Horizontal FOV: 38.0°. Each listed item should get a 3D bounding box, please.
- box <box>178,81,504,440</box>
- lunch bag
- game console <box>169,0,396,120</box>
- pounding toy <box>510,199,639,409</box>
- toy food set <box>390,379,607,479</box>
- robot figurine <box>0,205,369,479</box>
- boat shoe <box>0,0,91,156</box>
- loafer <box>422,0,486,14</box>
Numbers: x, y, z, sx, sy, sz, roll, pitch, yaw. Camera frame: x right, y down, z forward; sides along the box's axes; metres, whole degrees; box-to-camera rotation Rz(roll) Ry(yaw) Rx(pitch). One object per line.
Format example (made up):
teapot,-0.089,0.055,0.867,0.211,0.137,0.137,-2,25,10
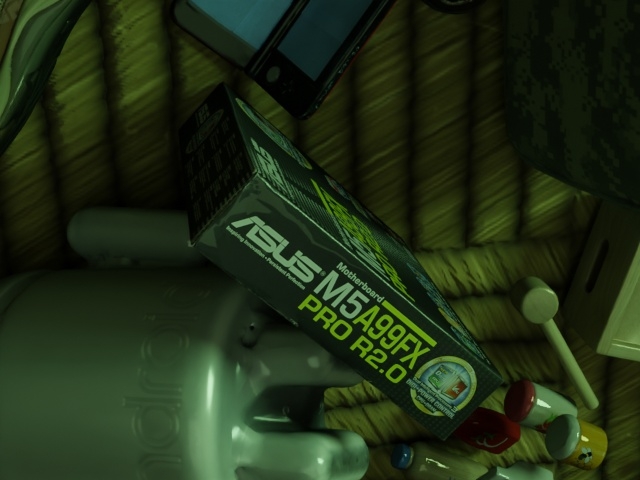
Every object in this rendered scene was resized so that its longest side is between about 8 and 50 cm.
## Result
box,0.000,0.000,0.671,0.216,0.270,0.060,41,99,-20
lunch bag,0.295,-0.197,0.693,0.256,0.212,0.305,-15,114,-22
game console,-0.024,-0.186,0.699,0.085,0.124,0.144,25,107,-45
pounding toy,0.260,0.053,0.833,0.206,0.094,0.181,12,108,-13
toy food set,0.141,0.197,0.848,0.105,0.111,0.232,24,136,-17
robot figurine,-0.143,0.119,0.696,0.354,0.200,0.299,-2,76,19
boat shoe,-0.247,-0.151,0.661,0.120,0.122,0.324,31,94,-14
loafer,0.076,-0.268,0.685,0.080,0.078,0.220,-26,113,0
